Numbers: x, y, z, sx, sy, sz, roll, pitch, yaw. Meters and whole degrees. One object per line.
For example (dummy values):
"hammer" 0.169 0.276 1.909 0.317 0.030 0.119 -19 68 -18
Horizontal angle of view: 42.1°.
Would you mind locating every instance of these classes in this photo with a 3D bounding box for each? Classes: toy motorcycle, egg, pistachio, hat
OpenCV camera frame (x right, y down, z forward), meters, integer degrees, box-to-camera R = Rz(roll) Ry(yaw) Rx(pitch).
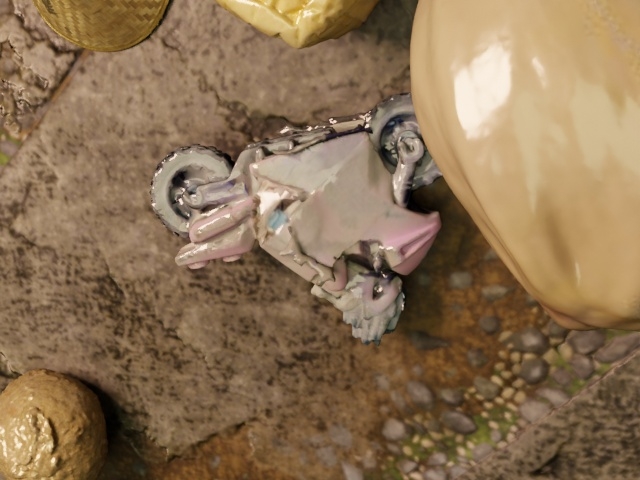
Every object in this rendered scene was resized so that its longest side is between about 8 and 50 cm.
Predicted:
"toy motorcycle" -0.001 0.002 0.667 0.239 0.108 0.204 -8 107 20
"egg" -0.269 0.192 0.816 0.118 0.116 0.140 -33 68 37
"pistachio" 0.172 -0.096 0.536 0.226 0.208 0.332 -22 87 -21
"hat" -0.196 -0.221 0.666 0.146 0.067 0.146 6 111 15

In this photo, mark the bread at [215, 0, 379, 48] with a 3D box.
"bread" -0.050 -0.245 0.591 0.236 0.106 0.140 40 117 0
